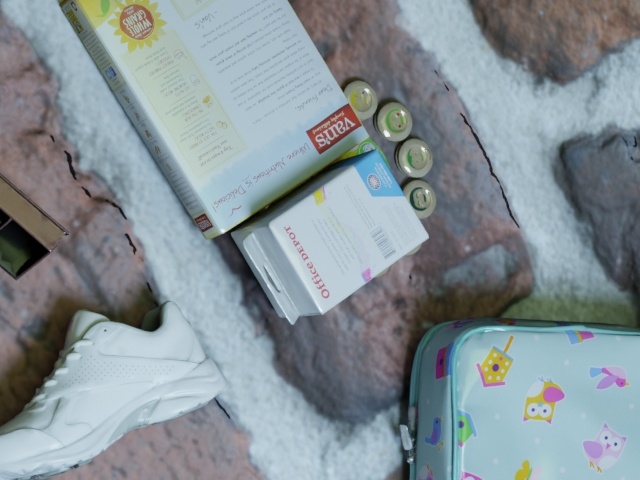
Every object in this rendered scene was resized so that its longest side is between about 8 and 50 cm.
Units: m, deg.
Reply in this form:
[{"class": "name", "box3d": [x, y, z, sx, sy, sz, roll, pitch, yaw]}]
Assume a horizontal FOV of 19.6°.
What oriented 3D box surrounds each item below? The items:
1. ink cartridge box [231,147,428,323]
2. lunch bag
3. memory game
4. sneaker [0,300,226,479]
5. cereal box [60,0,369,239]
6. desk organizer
[{"class": "ink cartridge box", "box3d": [0.000, 0.000, 1.593, 0.143, 0.090, 0.092, -34, 99, -23]}, {"class": "lunch bag", "box3d": [0.206, 0.184, 1.684, 0.279, 0.108, 0.224, 3, 89, -25]}, {"class": "memory game", "box3d": [0.024, -0.055, 1.668, 0.186, 0.012, 0.186, 2, 84, -26]}, {"class": "sneaker", "box3d": [-0.195, 0.119, 1.510, 0.232, 0.090, 0.115, -24, 90, -35]}, {"class": "cereal box", "box3d": [-0.089, -0.145, 1.593, 0.173, 0.047, 0.240, -33, 97, -25]}, {"class": "desk organizer", "box3d": [-0.272, -0.027, 1.498, 0.130, 0.047, 0.050, 42, 71, -17]}]
